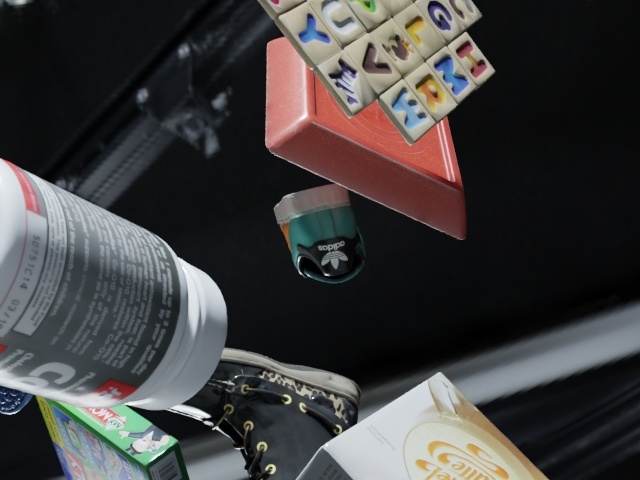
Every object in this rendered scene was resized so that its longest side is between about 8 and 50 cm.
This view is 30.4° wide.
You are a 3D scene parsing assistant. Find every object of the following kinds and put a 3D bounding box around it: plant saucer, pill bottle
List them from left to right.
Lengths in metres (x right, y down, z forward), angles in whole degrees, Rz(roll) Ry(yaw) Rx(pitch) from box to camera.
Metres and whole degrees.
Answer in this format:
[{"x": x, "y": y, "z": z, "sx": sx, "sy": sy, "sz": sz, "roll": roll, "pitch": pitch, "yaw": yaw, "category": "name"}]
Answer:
[{"x": -0.210, "y": 0.047, "z": 0.956, "sx": 0.161, "sy": 0.161, "sz": 0.283, "roll": -39, "pitch": -34, "yaw": 14, "category": "pill bottle"}, {"x": 0.060, "y": -0.138, "z": 1.384, "sx": 0.258, "sy": 0.259, "sz": 0.048, "roll": 24, "pitch": -59, "yaw": -18, "category": "plant saucer"}]

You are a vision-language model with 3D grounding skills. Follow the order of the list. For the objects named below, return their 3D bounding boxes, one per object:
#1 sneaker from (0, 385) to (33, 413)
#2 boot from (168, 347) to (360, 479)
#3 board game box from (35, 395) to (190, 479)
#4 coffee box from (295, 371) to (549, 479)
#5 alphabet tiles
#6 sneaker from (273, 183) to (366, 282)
[{"x": -0.350, "y": 0.100, "z": 1.425, "sx": 0.081, "sy": 0.090, "sz": 0.232, "roll": 24, "pitch": -63, "yaw": 11, "category": "sneaker"}, {"x": -0.105, "y": 0.330, "z": 1.827, "sx": 0.377, "sy": 0.284, "sz": 0.138, "roll": 14, "pitch": -37, "yaw": -24, "category": "boot"}, {"x": -0.196, "y": 0.302, "z": 1.272, "sx": 0.046, "sy": 0.213, "sz": 0.317, "roll": -34, "pitch": -52, "yaw": -32, "category": "board game box"}, {"x": 0.101, "y": 0.213, "z": 0.693, "sx": 0.141, "sy": 0.246, "sz": 0.098, "roll": -20, "pitch": -30, "yaw": -52, "category": "coffee box"}, {"x": 0.054, "y": -0.250, "z": 1.202, "sx": 0.011, "sy": 0.342, "sz": 0.285, "roll": -35, "pitch": -85, "yaw": 38, "category": "alphabet tiles"}, {"x": 0.000, "y": 0.000, "z": 1.561, "sx": 0.108, "sy": 0.121, "sz": 0.302, "roll": -12, "pitch": -3, "yaw": 0, "category": "sneaker"}]
